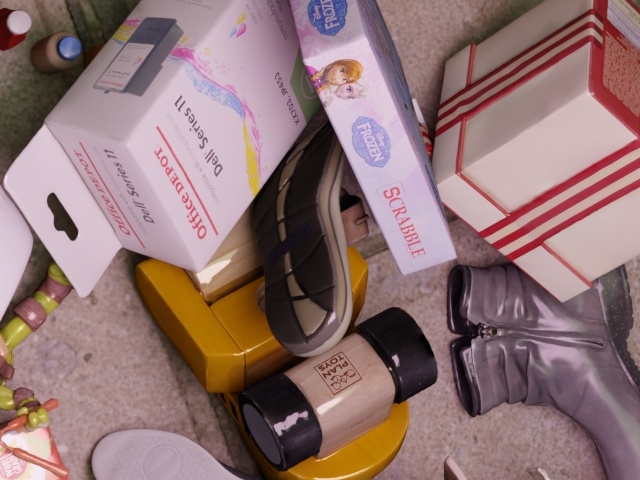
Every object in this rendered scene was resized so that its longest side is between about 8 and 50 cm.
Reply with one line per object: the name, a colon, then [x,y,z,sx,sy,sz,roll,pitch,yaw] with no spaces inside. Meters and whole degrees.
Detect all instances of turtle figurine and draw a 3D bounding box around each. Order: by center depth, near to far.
turtle figurine: [-0.334,0.116,1.760,0.269,0.087,0.217,26,74,12]

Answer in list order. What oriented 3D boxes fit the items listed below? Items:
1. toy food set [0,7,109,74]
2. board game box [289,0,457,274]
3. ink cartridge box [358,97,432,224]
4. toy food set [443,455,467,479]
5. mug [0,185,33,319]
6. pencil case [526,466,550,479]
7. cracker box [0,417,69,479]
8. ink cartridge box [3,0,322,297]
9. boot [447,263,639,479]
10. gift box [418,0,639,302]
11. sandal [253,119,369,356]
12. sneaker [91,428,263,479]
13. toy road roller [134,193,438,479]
toy food set: [-0.290,-0.254,1.770,0.111,0.104,0.232,-33,103,-18]
board game box: [0.038,-0.182,1.741,0.066,0.318,0.318,-19,135,7]
ink cartridge box: [0.085,-0.089,1.956,0.088,0.052,0.122,-26,99,-19]
toy food set: [0.055,0.384,1.879,0.092,0.219,0.306,39,75,17]
mug: [-0.477,0.032,1.618,0.328,0.276,0.374,28,109,-15]
pencil case: [0.199,0.465,1.946,0.183,0.160,0.410,37,80,3]
cracker box: [-0.369,0.293,1.769,0.232,0.067,0.155,-22,98,-21]
ink cartridge box: [-0.143,-0.116,1.743,0.353,0.119,0.207,-56,142,-25]
boot: [0.267,0.178,2.016,0.223,0.118,0.338,-13,85,-19]
gift box: [0.279,-0.115,1.913,0.255,0.258,0.276,42,37,-22]
sandal: [-0.001,0.002,1.744,0.086,0.120,0.302,32,41,-33]
sneaker: [-0.104,0.296,1.844,0.296,0.147,0.104,18,69,17]
toy road roller: [-0.041,0.126,1.859,0.202,0.240,0.329,-28,64,-20]
